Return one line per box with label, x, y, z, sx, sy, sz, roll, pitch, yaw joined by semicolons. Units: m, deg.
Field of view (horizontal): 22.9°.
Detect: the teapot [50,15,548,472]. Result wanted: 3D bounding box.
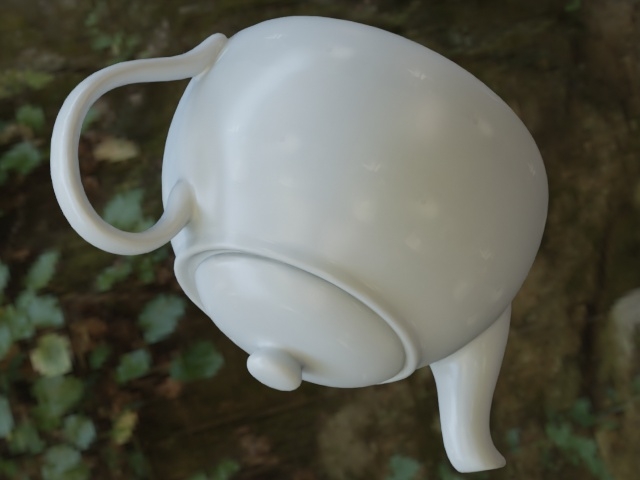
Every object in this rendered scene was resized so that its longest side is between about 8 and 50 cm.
teapot;0.000;0.000;0.944;0.187;0.256;0.252;-64;-23;-25
